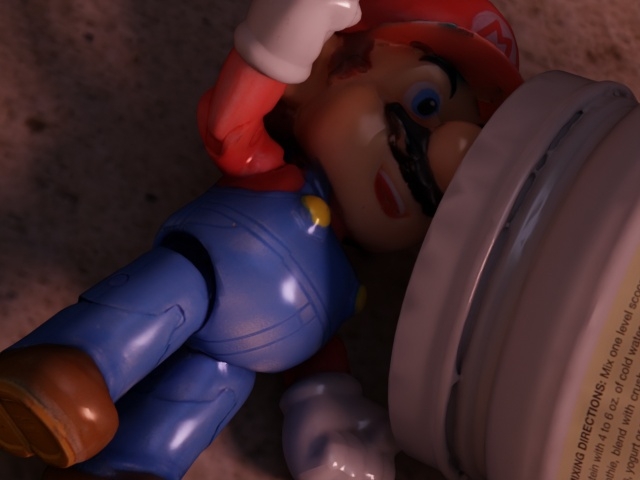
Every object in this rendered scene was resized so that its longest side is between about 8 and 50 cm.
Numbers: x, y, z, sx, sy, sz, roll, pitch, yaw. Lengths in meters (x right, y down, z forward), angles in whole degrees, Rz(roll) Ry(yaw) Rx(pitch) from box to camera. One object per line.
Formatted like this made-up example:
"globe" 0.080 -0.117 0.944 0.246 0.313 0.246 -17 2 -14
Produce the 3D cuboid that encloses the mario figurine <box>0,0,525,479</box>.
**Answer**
"mario figurine" 0.000 0.000 0.773 0.170 0.198 0.320 34 64 12

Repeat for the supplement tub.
"supplement tub" 0.218 0.068 0.742 0.325 0.235 0.235 22 57 24
